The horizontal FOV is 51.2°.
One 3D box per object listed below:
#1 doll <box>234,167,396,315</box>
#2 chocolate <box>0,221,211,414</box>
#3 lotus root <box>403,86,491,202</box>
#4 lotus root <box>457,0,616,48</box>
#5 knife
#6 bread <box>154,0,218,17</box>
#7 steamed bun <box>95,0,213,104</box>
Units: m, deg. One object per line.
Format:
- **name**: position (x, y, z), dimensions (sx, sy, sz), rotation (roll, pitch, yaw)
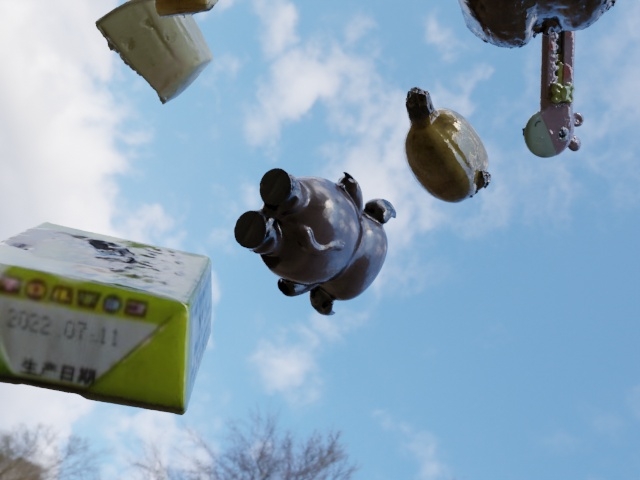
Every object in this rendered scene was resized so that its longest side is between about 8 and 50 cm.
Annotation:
- **doll**: position (0.001, 0.001, 0.847), dimensions (0.117, 0.257, 0.182), rotation (36, -83, 32)
- **chocolate**: position (-0.284, 0.082, 0.852), dimensions (0.301, 0.289, 0.136), rotation (-107, -149, -78)
- **lotus root**: position (0.279, -0.222, 1.564), dimensions (0.183, 0.310, 0.182), rotation (-25, -142, 21)
- **lotus root**: position (0.169, -0.264, 0.489), dimensions (0.167, 0.329, 0.078), rotation (-29, -126, 9)
- **knife**: position (0.438, -0.352, 1.228), dimensions (0.038, 0.132, 0.398), rotation (-165, -107, -69)
- **bread**: position (-0.220, -0.404, 1.104), dimensions (0.106, 0.053, 0.072), rotation (-4, -132, 19)
- **steamed bun**: position (-0.361, -0.439, 1.510), dimensions (0.200, 0.170, 0.225), rotation (-27, -69, 6)
